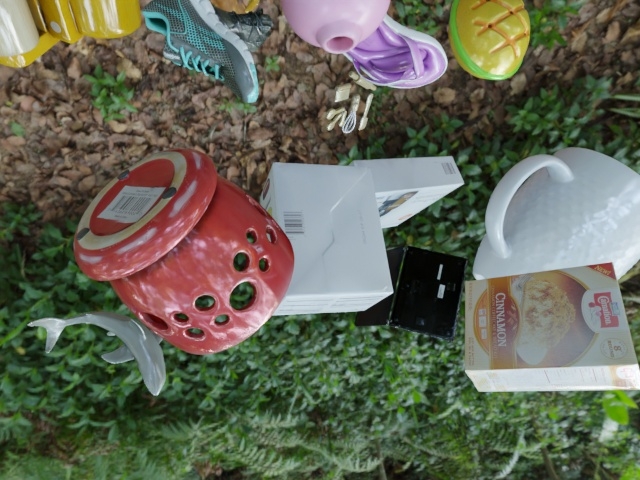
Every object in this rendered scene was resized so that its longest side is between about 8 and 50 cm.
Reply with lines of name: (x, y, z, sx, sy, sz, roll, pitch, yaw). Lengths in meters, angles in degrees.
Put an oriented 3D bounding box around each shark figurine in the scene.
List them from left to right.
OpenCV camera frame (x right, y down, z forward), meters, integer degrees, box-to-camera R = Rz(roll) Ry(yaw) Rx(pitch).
shark figurine: (-0.426, 0.186, 0.936, 0.279, 0.166, 0.116, 27, 144, -9)

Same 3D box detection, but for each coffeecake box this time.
coffeecake box: (0.291, 0.115, 0.586, 0.186, 0.142, 0.068, -12, 134, 30)

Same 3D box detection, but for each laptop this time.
laptop: (0.246, 0.148, 1.248, 0.265, 0.234, 0.136, 12, 159, 11)

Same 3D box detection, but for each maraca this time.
maraca: (0.241, -0.321, 0.649, 0.127, 0.185, 0.099, 0, 173, -22)

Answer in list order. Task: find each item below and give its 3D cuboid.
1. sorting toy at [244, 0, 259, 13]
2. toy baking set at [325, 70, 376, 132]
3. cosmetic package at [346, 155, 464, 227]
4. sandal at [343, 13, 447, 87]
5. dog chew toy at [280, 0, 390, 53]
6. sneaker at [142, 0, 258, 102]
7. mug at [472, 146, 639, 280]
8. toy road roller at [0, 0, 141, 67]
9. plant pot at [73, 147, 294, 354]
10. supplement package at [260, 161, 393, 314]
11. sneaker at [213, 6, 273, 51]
sorting toy: (-0.141, -0.901, 1.514, 0.041, 0.229, 0.307, 35, 122, -28)
toy baking set: (0.101, -0.440, 1.454, 0.256, 0.030, 0.196, -7, 136, -54)
cosmetic package: (0.160, -0.114, 1.224, 0.378, 0.097, 0.284, -10, 165, -37)
sandal: (0.163, -0.428, 1.070, 0.417, 0.102, 0.169, 4, 156, -44)
dog chew toy: (0.009, -0.390, 0.543, 0.207, 0.331, 0.206, -4, 173, -1)
sneaker: (-0.134, -0.210, 0.499, 0.076, 0.166, 0.065, -35, 169, -17)
mug: (0.482, -0.018, 0.959, 0.328, 0.276, 0.374, -46, 123, 0)
toy road roller: (-0.528, -0.498, 0.915, 0.241, 0.329, 0.202, 20, 144, 3)
plant pot: (-0.149, 0.004, 0.502, 0.191, 0.191, 0.174, -24, 132, 11)
supplement package: (0.000, 0.000, 0.877, 0.204, 0.261, 0.145, 0, 157, -18)
sneaker: (-0.233, -0.669, 1.367, 0.130, 0.087, 0.228, -28, 163, 28)
